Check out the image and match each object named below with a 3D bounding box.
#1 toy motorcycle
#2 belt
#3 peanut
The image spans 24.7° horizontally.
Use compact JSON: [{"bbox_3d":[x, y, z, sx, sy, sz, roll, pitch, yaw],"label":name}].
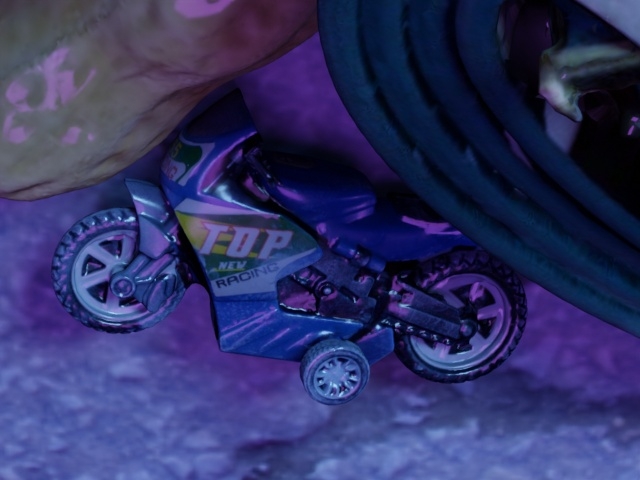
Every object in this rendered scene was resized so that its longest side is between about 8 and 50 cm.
[{"bbox_3d":[0.000,0.000,0.728,0.254,0.092,0.135,10,112,-16],"label":"toy motorcycle"},{"bbox_3d":[0.192,-0.084,0.551,0.300,0.173,0.436,-18,146,41],"label":"belt"},{"bbox_3d":[-0.076,-0.105,0.643,0.257,0.123,0.123,-38,114,18],"label":"peanut"}]
